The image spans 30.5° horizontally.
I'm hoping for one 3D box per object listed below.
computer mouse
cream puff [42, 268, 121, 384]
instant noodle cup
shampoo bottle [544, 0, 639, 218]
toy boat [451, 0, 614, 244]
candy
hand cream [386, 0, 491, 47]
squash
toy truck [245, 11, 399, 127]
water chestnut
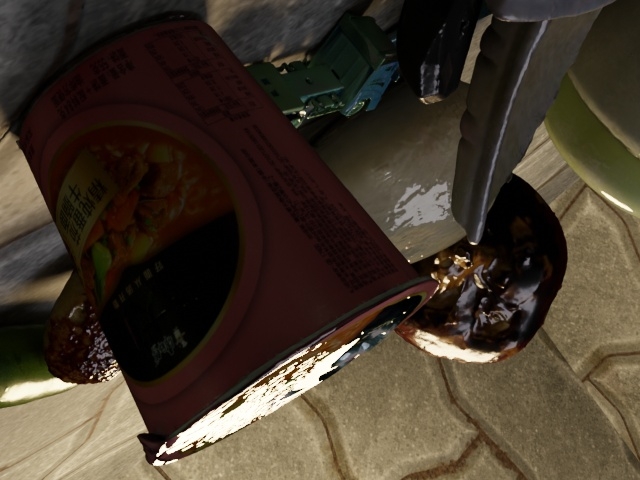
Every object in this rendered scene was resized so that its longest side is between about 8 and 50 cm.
[{"bbox_3d":[0.101,-0.193,1.006,0.099,0.057,0.172,66,41,-57],"label":"computer mouse"},{"bbox_3d":[-0.214,0.078,1.173,0.149,0.084,0.149,24,90,-84],"label":"cream puff"},{"bbox_3d":[-0.079,-0.007,0.819,0.244,0.255,0.244,-33,169,-7],"label":"instant noodle cup"},{"bbox_3d":[0.471,-0.203,1.514,0.322,0.322,0.317,-22,157,-51],"label":"shampoo bottle"},{"bbox_3d":[0.198,-0.188,1.063,0.276,0.111,0.293,-48,158,-38],"label":"toy boat"},{"bbox_3d":[0.087,-0.063,1.326,0.295,0.185,0.295,-37,176,-3],"label":"candy"},{"bbox_3d":[0.141,-0.228,1.151,0.224,0.048,0.083,-29,170,3],"label":"hand cream"},{"bbox_3d":[-0.306,0.127,1.217,0.082,0.082,0.292,-37,171,10],"label":"squash"},{"bbox_3d":[-0.007,-0.142,0.995,0.175,0.067,0.081,-20,157,-44],"label":"toy truck"},{"bbox_3d":[0.239,0.035,1.897,0.335,0.335,0.347,-35,-179,1],"label":"water chestnut"}]
